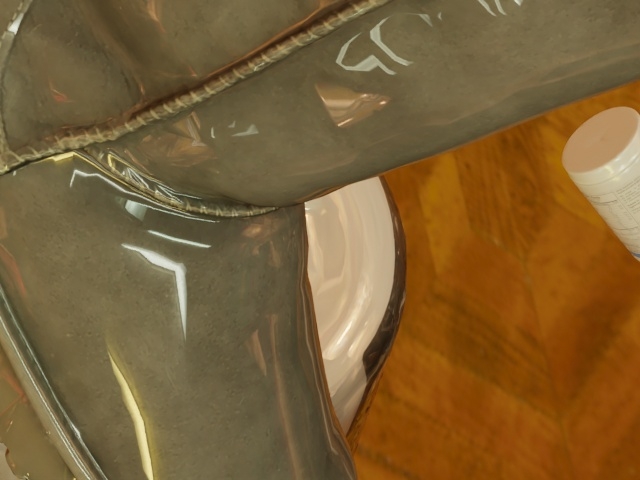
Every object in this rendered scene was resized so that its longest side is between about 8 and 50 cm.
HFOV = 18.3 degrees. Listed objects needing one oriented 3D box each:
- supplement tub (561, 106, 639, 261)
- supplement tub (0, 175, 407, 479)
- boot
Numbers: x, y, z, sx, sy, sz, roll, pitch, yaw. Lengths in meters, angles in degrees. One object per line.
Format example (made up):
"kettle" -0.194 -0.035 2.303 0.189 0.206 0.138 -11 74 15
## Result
"supplement tub" 0.236 -0.040 1.479 0.071 0.071 0.107 -38 118 6
"supplement tub" -0.082 0.075 0.828 0.193 0.193 0.316 9 146 -4
"boot" 0.024 -0.025 0.348 0.208 0.076 0.189 -24 115 22
